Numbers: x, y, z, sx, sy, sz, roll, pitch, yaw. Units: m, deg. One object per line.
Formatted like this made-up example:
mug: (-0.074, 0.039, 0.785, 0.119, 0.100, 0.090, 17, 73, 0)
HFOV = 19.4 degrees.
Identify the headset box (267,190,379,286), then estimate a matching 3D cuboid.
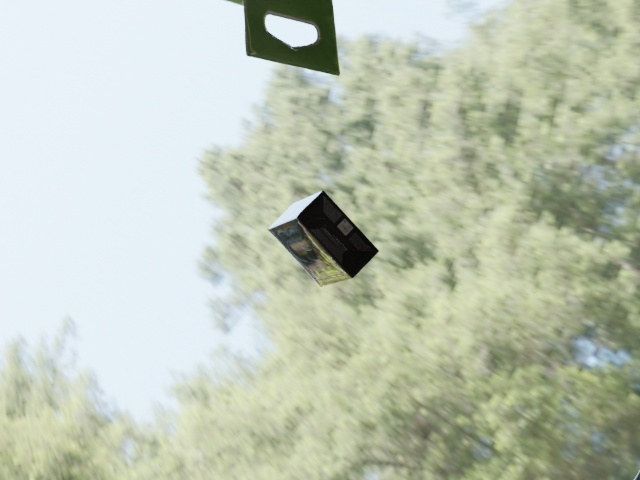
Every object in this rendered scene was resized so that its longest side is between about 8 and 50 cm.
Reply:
headset box: (0.000, 0.000, 1.388, 0.032, 0.083, 0.062, -45, -81, -19)

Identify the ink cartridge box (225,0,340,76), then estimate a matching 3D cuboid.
ink cartridge box: (-0.047, -0.212, 1.240, 0.109, 0.062, 0.209, 7, -103, -57)

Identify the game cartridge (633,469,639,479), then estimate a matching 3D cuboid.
game cartridge: (0.274, 0.249, 1.581, 0.060, 0.196, 0.294, 31, -118, 12)
